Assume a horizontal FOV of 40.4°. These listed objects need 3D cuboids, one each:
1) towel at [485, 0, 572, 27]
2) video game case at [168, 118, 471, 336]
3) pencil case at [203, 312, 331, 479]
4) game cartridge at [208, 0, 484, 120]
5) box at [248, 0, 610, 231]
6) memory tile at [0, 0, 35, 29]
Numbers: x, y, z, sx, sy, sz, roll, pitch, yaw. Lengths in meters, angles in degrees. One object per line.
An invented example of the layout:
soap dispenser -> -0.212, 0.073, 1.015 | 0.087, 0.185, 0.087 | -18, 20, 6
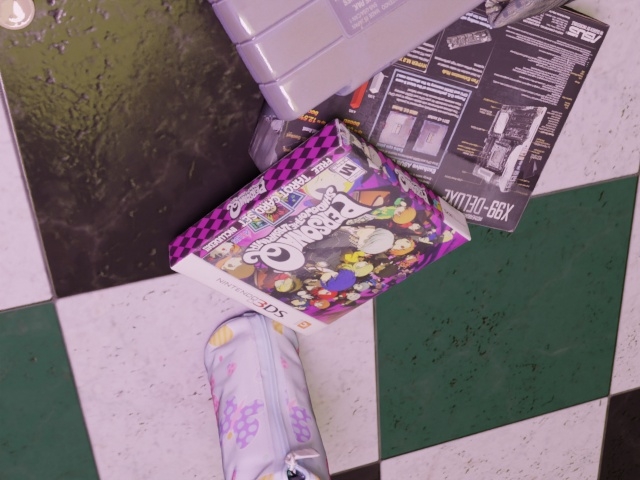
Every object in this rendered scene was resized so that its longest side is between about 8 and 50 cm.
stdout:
towel -> 0.320, -0.307, 0.718 | 0.312, 0.324, 0.056 | -27, 86, -36
video game case -> 0.000, 0.000, 0.886 | 0.232, 0.042, 0.210 | -33, 136, 27
pencil case -> -0.055, 0.196, 0.901 | 0.113, 0.273, 0.124 | -12, 125, -6
game cartridge -> 0.055, -0.282, 0.730 | 0.355, 0.068, 0.230 | -36, 112, -16
box -> 0.110, -0.153, 0.884 | 0.307, 0.076, 0.243 | 10, 114, -24
memory tile -> -0.283, -0.258, 0.720 | 0.113, 0.012, 0.148 | 11, 114, -25
